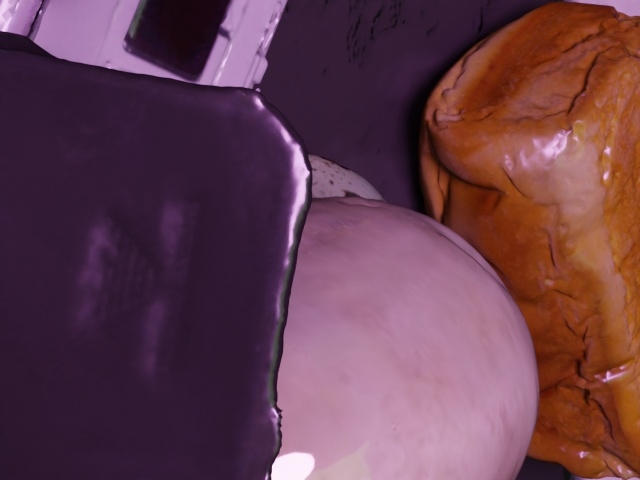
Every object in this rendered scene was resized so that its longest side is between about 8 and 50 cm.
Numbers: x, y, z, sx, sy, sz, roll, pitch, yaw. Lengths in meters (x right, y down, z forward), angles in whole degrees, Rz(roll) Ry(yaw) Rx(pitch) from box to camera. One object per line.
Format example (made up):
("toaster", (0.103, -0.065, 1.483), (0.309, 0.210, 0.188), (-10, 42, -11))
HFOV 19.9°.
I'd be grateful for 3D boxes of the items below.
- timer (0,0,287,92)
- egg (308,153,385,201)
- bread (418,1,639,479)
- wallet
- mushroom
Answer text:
("timer", (-0.083, -0.135, 0.871), (0.178, 0.078, 0.253), (21, 90, -48))
("egg", (0.000, 0.000, 1.002), (0.085, 0.085, 0.110), (-42, 116, -26))
("bread", (0.157, 0.005, 1.125), (0.167, 0.132, 0.294), (-42, 130, -27))
("wallet", (-0.190, 0.009, 0.662), (0.051, 0.377, 0.197), (-70, 171, -80))
("mushroom", (-0.015, 0.105, 0.846), (0.356, 0.315, 0.315), (6, 104, -8))
